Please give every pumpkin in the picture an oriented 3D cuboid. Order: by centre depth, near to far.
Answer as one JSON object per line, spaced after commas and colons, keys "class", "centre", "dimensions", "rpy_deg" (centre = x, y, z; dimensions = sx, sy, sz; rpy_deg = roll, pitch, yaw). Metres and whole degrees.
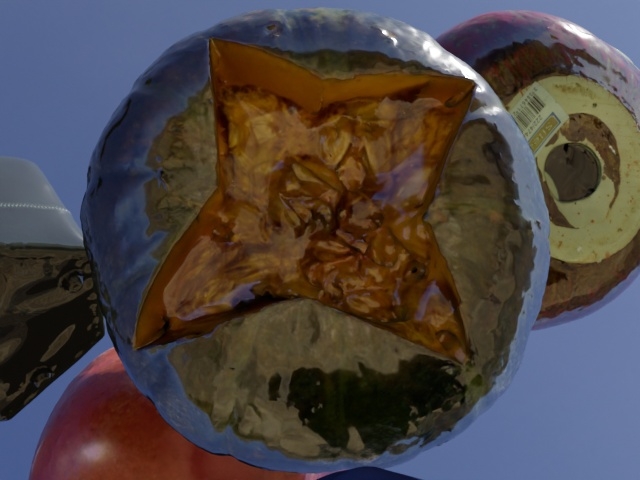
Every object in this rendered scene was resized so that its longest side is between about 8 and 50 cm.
{"class": "pumpkin", "centre": [-0.001, 0.000, 0.662], "dimensions": [0.238, 0.159, 0.238], "rpy_deg": [2, -105, -6]}

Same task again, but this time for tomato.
{"class": "tomato", "centre": [-0.127, 0.232, 1.321], "dimensions": [0.293, 0.325, 0.290], "rpy_deg": [6, -88, 12]}

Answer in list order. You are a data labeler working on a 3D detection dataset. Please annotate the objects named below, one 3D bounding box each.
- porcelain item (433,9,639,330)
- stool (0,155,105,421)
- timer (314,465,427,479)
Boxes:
{"class": "porcelain item", "centre": [0.144, -0.055, 1.046], "dimensions": [0.253, 0.253, 0.253], "rpy_deg": [-10, -65, -21]}
{"class": "stool", "centre": [-0.299, 0.044, 1.101], "dimensions": [0.232, 0.141, 0.232], "rpy_deg": [-25, -36, -20]}
{"class": "timer", "centre": [0.161, 0.229, 0.455], "dimensions": [0.270, 0.383, 0.270], "rpy_deg": [1, -90, -66]}
